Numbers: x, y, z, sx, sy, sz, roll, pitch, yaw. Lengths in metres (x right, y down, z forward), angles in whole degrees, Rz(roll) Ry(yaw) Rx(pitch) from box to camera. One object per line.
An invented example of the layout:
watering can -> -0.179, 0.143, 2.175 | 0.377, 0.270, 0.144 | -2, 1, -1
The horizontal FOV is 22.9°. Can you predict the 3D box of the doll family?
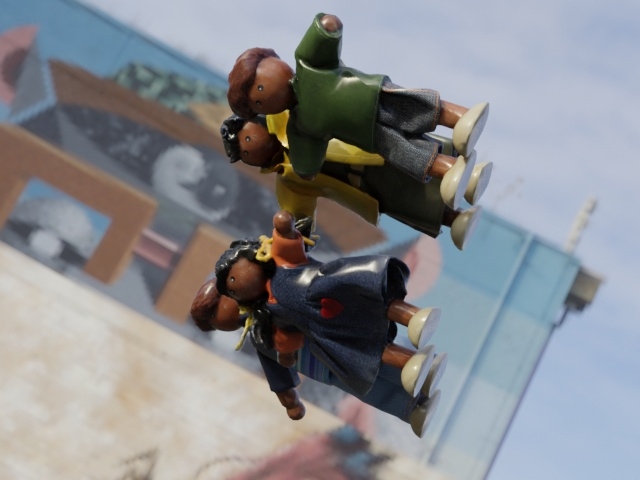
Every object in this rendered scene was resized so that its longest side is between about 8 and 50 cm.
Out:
doll family -> 0.000, 0.000, 0.608 | 0.111, 0.076, 0.193 | 18, -64, 15
